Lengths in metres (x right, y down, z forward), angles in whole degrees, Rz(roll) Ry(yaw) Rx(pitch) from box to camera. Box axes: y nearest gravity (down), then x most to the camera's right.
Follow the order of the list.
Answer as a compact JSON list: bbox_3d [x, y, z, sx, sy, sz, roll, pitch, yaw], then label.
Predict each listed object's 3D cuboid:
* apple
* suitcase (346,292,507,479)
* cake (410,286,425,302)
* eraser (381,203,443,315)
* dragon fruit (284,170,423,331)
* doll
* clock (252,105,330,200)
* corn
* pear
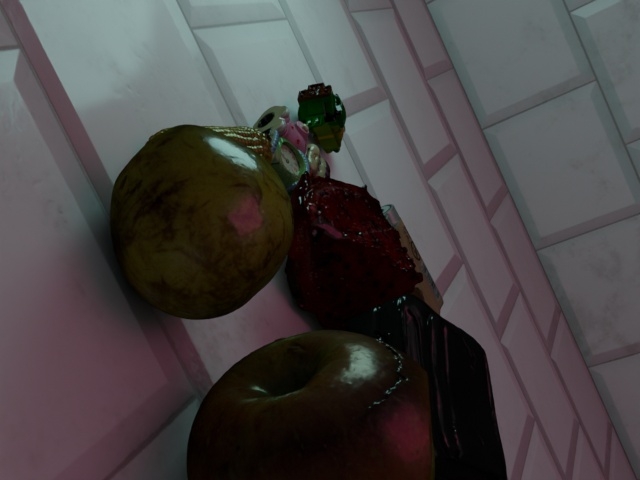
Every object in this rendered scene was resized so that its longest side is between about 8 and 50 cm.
[{"bbox_3d":[0.009,0.318,1.131,0.374,0.384,0.374,-3,95,-37],"label":"apple"},{"bbox_3d":[0.183,0.300,1.496,0.339,0.188,0.345,35,42,-42],"label":"suitcase"},{"bbox_3d":[0.161,0.158,1.827,0.295,0.115,0.113,24,48,-65],"label":"cake"},{"bbox_3d":[0.204,0.065,2.046,0.291,0.087,0.171,61,24,-15],"label":"eraser"},{"bbox_3d":[-0.007,0.006,1.637,0.329,0.228,0.286,27,29,-37],"label":"dragon fruit"},{"bbox_3d":[0.007,-0.277,1.910,0.186,0.106,0.134,52,30,-63],"label":"doll"},{"bbox_3d":[-0.062,-0.153,1.691,0.195,0.100,0.194,46,37,-33],"label":"clock"},{"bbox_3d":[-0.187,-0.148,1.437,0.305,0.106,0.106,-13,82,-61],"label":"corn"},{"bbox_3d":[-0.176,-0.025,1.191,0.283,0.283,0.284,43,35,-41],"label":"pear"}]
